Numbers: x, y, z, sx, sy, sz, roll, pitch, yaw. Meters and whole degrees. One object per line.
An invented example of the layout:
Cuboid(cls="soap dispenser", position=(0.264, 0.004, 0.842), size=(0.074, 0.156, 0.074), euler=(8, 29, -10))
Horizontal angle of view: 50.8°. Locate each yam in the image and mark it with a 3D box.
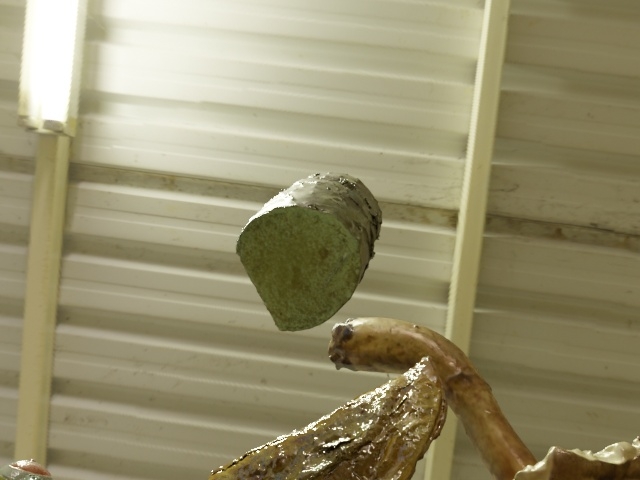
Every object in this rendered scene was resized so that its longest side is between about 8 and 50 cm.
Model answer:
Cuboid(cls="yam", position=(0.003, -0.004, 1.125), size=(0.201, 0.271, 0.203), euler=(-26, -80, 16))

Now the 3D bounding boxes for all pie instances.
Cuboid(cls="pie", position=(0.007, 0.131, 0.397), size=(0.169, 0.092, 0.034), euler=(-27, -64, -2))

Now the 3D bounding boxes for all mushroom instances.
Cuboid(cls="mushroom", position=(0.142, 0.157, 0.523), size=(0.232, 0.208, 0.302), euler=(-30, -101, 6))

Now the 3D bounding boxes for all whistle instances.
Cuboid(cls="whistle", position=(-0.517, 0.448, 1.191), size=(0.122, 0.223, 0.123), euler=(9, -104, -37))
